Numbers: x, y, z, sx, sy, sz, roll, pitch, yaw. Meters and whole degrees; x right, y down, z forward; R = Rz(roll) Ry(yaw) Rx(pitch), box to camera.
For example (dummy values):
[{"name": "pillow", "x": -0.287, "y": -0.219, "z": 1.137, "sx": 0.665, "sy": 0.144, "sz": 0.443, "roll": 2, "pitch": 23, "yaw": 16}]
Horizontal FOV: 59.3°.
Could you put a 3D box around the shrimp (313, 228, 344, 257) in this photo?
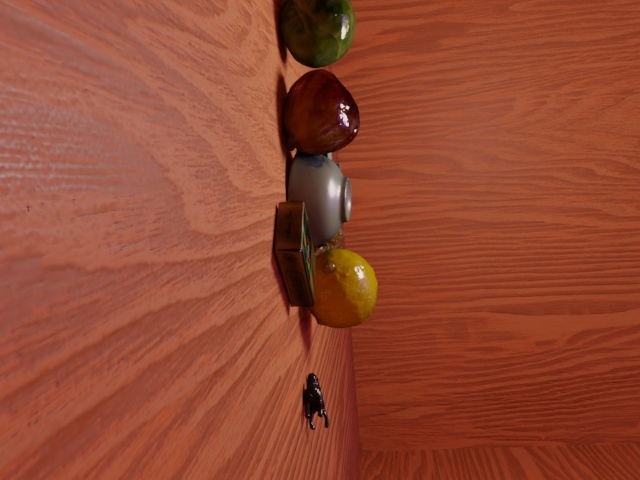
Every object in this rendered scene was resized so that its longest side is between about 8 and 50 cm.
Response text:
[{"name": "shrimp", "x": 0.000, "y": 0.000, "z": 1.871, "sx": 0.061, "sy": 0.145, "sz": 0.267, "roll": 41, "pitch": 3, "yaw": 22}]

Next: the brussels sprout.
[{"name": "brussels sprout", "x": -0.013, "y": -0.636, "z": 1.621, "sx": 0.272, "sy": 0.219, "sz": 0.210, "roll": 67, "pitch": 10, "yaw": 17}]

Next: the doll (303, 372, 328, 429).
[{"name": "doll", "x": -0.017, "y": 0.448, "z": 1.599, "sx": 0.139, "sy": 0.057, "sz": 0.165, "roll": 76, "pitch": 3, "yaw": -51}]

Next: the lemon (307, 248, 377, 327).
[{"name": "lemon", "x": 0.061, "y": 0.148, "z": 1.701, "sx": 0.288, "sy": 0.233, "sz": 0.234, "roll": 70, "pitch": 17, "yaw": -57}]

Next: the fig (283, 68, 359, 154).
[{"name": "fig", "x": 0.000, "y": -0.344, "z": 1.561, "sx": 0.224, "sy": 0.223, "sz": 0.263, "roll": 80, "pitch": 10, "yaw": -45}]

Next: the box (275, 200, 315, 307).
[{"name": "box", "x": -0.058, "y": 0.039, "z": 1.390, "sx": 0.240, "sy": 0.071, "sz": 0.160, "roll": 79, "pitch": 11, "yaw": -51}]

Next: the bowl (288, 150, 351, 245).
[{"name": "bowl", "x": 0.011, "y": -0.119, "z": 1.626, "sx": 0.289, "sy": 0.146, "sz": 0.290, "roll": 0, "pitch": 90, "yaw": -78}]

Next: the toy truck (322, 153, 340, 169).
[{"name": "toy truck", "x": 0.011, "y": -0.249, "z": 1.935, "sx": 0.178, "sy": 0.115, "sz": 0.080, "roll": 94, "pitch": -6, "yaw": -72}]
